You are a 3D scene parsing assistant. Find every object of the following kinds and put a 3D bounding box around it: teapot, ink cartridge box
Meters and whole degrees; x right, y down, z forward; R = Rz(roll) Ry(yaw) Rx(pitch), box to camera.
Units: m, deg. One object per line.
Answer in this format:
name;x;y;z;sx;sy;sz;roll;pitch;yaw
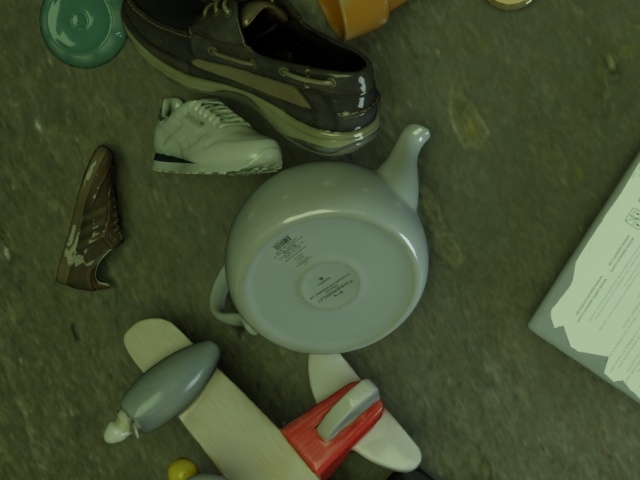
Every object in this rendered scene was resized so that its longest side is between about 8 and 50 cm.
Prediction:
teapot;0.000;0.000;1.598;0.256;0.187;0.252;0;126;-7
ink cartridge box;0.461;0.056;1.554;0.330;0.071;0.324;34;101;13

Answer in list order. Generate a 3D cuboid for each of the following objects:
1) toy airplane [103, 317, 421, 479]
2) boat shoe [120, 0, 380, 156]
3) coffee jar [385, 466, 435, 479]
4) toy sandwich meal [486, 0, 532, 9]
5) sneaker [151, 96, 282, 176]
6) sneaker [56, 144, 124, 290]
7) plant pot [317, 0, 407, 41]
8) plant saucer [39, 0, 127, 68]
toy airplane;-0.073;0.293;1.583;0.386;0.272;0.384;3;88;21
boat shoe;-0.075;-0.232;1.567;0.355;0.132;0.130;28;133;18
coffee jar;0.085;0.366;1.676;0.096;0.079;0.184;37;101;4
toy sandwich meal;0.220;-0.310;1.593;0.085;0.029;0.085;1;97;5
sneaker;-0.128;-0.122;1.597;0.235;0.090;0.095;8;94;50
sneaker;-0.277;-0.027;1.708;0.071;0.066;0.188;16;105;-9
plant pot;0.077;-0.355;1.538;0.188;0.205;0.205;-21;93;-4
plant saucer;-0.299;-0.275;1.692;0.119;0.021;0.119;1;97;10
